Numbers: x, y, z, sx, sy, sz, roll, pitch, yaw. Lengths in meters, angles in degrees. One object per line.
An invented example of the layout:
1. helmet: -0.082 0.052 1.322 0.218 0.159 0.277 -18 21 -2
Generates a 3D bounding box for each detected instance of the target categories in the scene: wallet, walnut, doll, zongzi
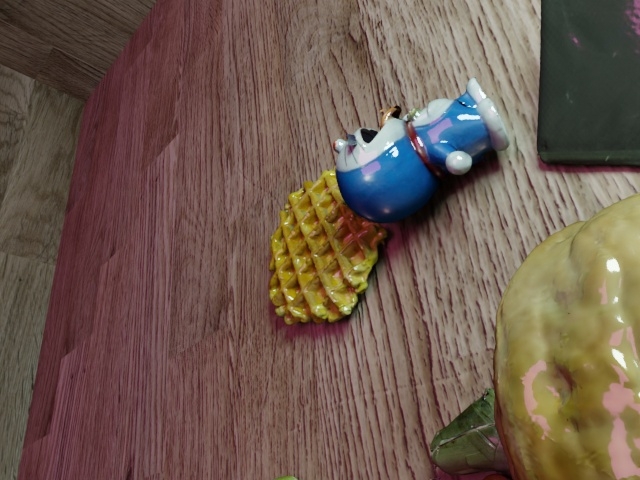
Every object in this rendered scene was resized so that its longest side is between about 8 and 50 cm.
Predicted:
1. wallet: 0.334 -0.210 0.599 0.169 0.052 0.245 13 109 49
2. walnut: 0.266 0.118 0.408 0.252 0.277 0.312 -10 56 12
3. doll: 0.137 -0.130 0.754 0.257 0.161 0.215 -33 21 21
4. zongzi: 0.174 0.256 0.576 0.154 0.062 0.130 -47 26 14

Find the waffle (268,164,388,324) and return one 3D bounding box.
1. waffle: 0.000 0.009 0.924 0.282 0.058 0.300 -27 53 39

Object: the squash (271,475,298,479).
1. squash: -0.072 0.480 0.771 0.220 0.133 0.220 -8 76 33

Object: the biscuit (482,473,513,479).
1. biscuit: 0.181 0.353 0.573 0.236 0.039 0.179 -19 60 45
